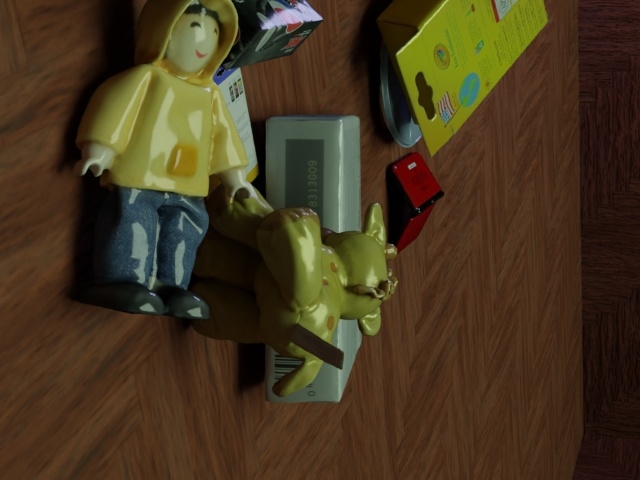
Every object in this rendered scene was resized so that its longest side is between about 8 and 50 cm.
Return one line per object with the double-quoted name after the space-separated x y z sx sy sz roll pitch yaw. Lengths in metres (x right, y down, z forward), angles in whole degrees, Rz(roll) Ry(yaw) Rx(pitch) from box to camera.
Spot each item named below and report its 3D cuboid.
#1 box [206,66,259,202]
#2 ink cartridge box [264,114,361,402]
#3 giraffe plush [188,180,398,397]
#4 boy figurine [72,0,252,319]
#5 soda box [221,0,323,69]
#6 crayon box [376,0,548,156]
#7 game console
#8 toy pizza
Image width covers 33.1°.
-0.098 -0.111 1.079 0.081 0.028 0.136 -54 139 -54 "box"
0.000 0.000 1.318 0.385 0.091 0.308 -56 146 -81 "ink cartridge box"
-0.005 0.032 1.048 0.170 0.210 0.181 -22 147 -49 "giraffe plush"
-0.122 -0.078 0.905 0.177 0.092 0.285 15 83 -44 "boy figurine"
-0.060 -0.218 1.091 0.053 0.060 0.169 48 26 3 "soda box"
0.197 -0.301 1.550 0.318 0.081 0.202 -49 138 -23 "crayon box"
0.132 -0.059 1.690 0.124 0.085 0.144 59 26 -1 "game console"
0.120 -0.239 1.604 0.201 0.032 0.201 1 90 -65 "toy pizza"
